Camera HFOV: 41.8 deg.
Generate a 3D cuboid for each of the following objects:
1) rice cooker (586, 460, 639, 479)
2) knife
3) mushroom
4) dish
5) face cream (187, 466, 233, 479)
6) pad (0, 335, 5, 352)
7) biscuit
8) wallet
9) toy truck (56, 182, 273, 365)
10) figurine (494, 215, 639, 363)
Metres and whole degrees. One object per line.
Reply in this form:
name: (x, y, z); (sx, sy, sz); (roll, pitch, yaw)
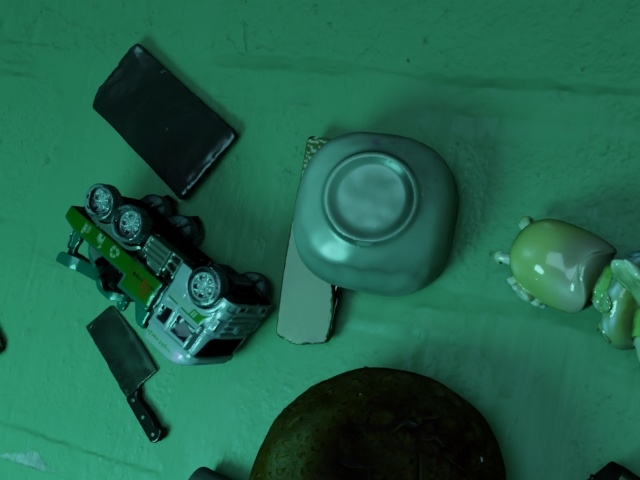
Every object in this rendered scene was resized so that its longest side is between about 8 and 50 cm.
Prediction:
rice cooker: (0.344, 0.355, 1.029); (0.106, 0.112, 0.165); (25, 89, 18)
knife: (-0.303, 0.212, 1.357); (0.072, 0.019, 0.245); (-40, 66, 7)
mushroom: (0.069, 0.314, 1.075); (0.345, 0.345, 0.239); (44, 134, 23)
dish: (0.075, -0.047, 1.190); (0.256, 0.117, 0.256); (-2, 78, 7)
face cream: (-0.068, 0.410, 1.193); (0.284, 0.073, 0.073); (19, 86, 23)
pad: (-0.676, 0.195, 1.501); (0.233, 0.022, 0.174); (-40, 69, 10)
biscuit: (0.000, 0.000, 1.275); (0.099, 0.038, 0.322); (6, 81, 17)
wallet: (-0.272, -0.206, 1.430); (0.285, 0.030, 0.146); (43, 98, 24)
toy truck: (-0.251, 0.046, 1.300); (0.363, 0.176, 0.178); (34, 100, 24)
figurine: (0.379, 0.060, 1.018); (0.394, 0.274, 0.226); (30, 87, 42)
